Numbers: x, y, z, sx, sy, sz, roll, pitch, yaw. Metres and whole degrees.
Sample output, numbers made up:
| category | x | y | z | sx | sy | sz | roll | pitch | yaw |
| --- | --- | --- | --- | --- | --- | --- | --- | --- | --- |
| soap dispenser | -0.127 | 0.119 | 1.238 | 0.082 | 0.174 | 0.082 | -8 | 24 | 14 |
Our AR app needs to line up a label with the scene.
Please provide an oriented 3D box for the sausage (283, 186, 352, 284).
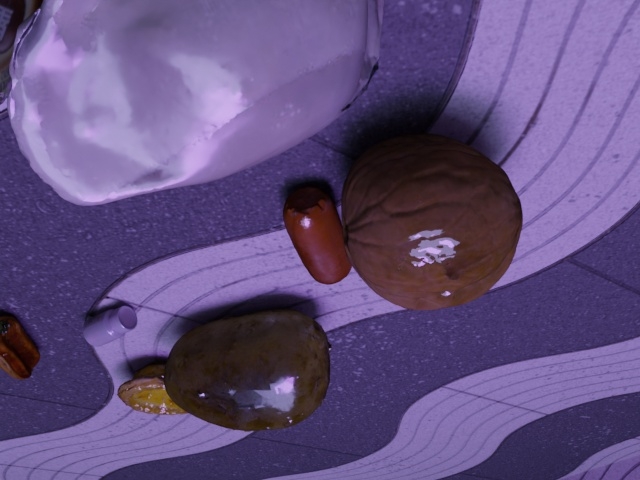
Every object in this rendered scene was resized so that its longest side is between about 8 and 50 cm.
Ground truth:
| category | x | y | z | sx | sy | sz | roll | pitch | yaw |
| --- | --- | --- | --- | --- | --- | --- | --- | --- | --- |
| sausage | 0.000 | 0.000 | 0.935 | 0.076 | 0.076 | 0.197 | -10 | 146 | 9 |

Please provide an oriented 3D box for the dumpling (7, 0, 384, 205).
| category | x | y | z | sx | sy | sz | roll | pitch | yaw |
| --- | --- | --- | --- | --- | --- | --- | --- | --- | --- |
| dumpling | -0.074 | -0.181 | 0.514 | 0.341 | 0.181 | 0.260 | -14 | 136 | -13 |

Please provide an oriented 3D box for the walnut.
| category | x | y | z | sx | sy | sz | roll | pitch | yaw |
| --- | --- | --- | --- | --- | --- | --- | --- | --- | --- |
| walnut | 0.136 | -0.026 | 0.805 | 0.228 | 0.228 | 0.228 | -3 | 145 | -2 |

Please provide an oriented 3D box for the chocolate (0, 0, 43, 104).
| category | x | y | z | sx | sy | sz | roll | pitch | yaw |
| --- | --- | --- | --- | --- | --- | --- | --- | --- | --- |
| chocolate | -0.232 | -0.201 | 0.569 | 0.221 | 0.221 | 0.147 | -24 | 169 | 27 |

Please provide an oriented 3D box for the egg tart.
| category | x | y | z | sx | sy | sz | roll | pitch | yaw |
| --- | --- | --- | --- | --- | --- | --- | --- | --- | --- |
| egg tart | -0.317 | 0.299 | 1.331 | 0.191 | 0.074 | 0.191 | -3 | 146 | -2 |

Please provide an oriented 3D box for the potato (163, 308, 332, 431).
| category | x | y | z | sx | sy | sz | roll | pitch | yaw |
| --- | --- | --- | --- | --- | --- | --- | --- | --- | --- |
| potato | -0.125 | 0.225 | 1.145 | 0.307 | 0.173 | 0.210 | -6 | 110 | 14 |

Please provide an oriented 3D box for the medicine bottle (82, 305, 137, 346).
| category | x | y | z | sx | sy | sz | roll | pitch | yaw |
| --- | --- | --- | --- | --- | --- | --- | --- | --- | --- |
| medicine bottle | -0.360 | 0.146 | 1.125 | 0.089 | 0.052 | 0.052 | -24 | 141 | 26 |

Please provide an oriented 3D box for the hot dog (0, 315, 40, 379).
| category | x | y | z | sx | sy | sz | roll | pitch | yaw |
| --- | --- | --- | --- | --- | --- | --- | --- | --- | --- |
| hot dog | -0.549 | 0.190 | 1.158 | 0.055 | 0.072 | 0.188 | 16 | 146 | 8 |
